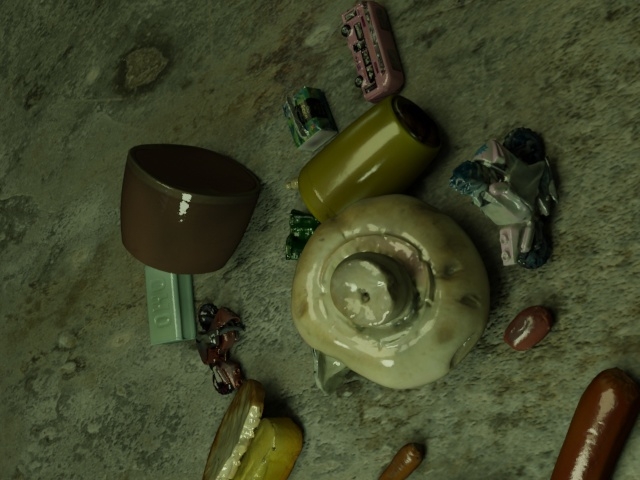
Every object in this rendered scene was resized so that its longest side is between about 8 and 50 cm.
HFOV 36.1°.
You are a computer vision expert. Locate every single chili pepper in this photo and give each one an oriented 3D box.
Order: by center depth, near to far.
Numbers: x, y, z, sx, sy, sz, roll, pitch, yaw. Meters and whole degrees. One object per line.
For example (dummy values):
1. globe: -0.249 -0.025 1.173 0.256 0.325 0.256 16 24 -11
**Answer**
1. chili pepper: -0.003 0.000 2.043 0.216 0.062 0.108 15 104 44

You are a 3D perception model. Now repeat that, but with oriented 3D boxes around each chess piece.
1. chess piece: -0.042 -0.124 2.109 0.092 0.035 0.035 -13 78 47

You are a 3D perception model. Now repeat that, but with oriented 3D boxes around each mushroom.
1. mushroom: 0.105 0.103 1.739 0.325 0.353 0.353 -37 63 41

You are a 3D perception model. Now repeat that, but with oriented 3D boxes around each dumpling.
1. dumpling: 0.025 0.180 1.925 0.142 0.172 0.247 2 87 30

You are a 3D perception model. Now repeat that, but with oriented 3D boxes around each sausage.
1. sausage: 0.429 0.345 1.575 0.089 0.083 0.300 24 105 30
2. sausage: 0.355 0.150 1.681 0.094 0.054 0.059 -50 55 30

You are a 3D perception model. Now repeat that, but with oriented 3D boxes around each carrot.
1. carrot: 0.131 0.459 1.891 0.216 0.048 0.048 -54 53 33

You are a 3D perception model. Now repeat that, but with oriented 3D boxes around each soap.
1. soap: -0.364 0.149 2.380 0.119 0.066 0.198 -15 76 41

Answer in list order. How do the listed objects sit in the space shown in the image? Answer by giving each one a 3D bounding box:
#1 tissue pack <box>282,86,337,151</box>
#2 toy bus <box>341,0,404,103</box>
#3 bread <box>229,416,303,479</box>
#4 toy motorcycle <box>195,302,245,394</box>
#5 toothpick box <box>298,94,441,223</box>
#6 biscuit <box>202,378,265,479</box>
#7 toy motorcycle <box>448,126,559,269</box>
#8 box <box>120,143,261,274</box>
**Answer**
1. tissue pack: -0.031 -0.257 2.073 0.085 0.079 0.111 -36 63 38
2. toy bus: 0.104 -0.378 1.963 0.090 0.063 0.203 -27 71 37
3. bread: -0.123 0.481 2.104 0.102 0.094 0.245 50 120 45
4. toy motorcycle: -0.220 0.240 2.222 0.118 0.084 0.213 -20 81 41
5. toothpick box: 0.100 -0.150 1.875 0.271 0.175 0.175 -43 59 30
6. biscuit: -0.187 0.422 2.138 0.204 0.040 0.309 -95 29 -63
7. toy motorcycle: 0.297 -0.073 1.656 0.108 0.204 0.239 -42 54 54
8. box: -0.303 -0.067 2.186 0.301 0.301 0.216 37 117 40
